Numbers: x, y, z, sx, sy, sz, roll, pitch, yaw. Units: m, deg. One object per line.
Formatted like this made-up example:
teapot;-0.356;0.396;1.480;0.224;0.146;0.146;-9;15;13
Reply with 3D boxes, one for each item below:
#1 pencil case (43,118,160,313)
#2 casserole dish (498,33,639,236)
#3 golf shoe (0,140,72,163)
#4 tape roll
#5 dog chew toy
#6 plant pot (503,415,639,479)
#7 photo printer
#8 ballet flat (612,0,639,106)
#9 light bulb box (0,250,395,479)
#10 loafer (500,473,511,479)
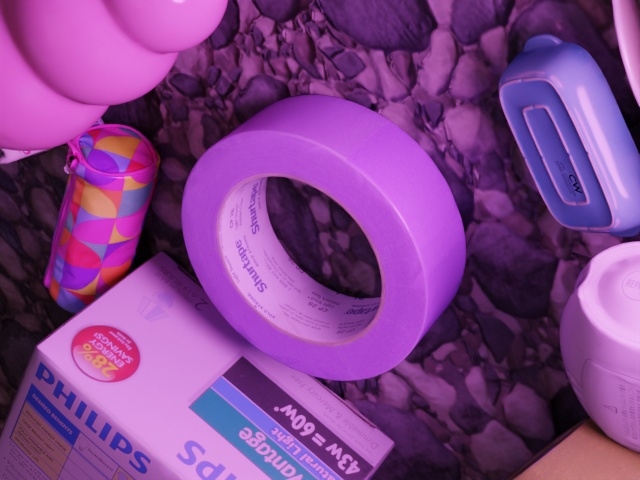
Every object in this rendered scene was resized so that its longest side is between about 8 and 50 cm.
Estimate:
pencil case;-0.248;-0.024;1.313;0.104;0.104;0.236;32;132;14
casserole dish;0.204;-0.077;0.974;0.188;0.037;0.114;62;157;-14
golf shoe;-0.395;-0.169;1.307;0.273;0.120;0.105;24;132;22
tape roll;0.000;0.000;1.163;0.275;0.090;0.274;19;129;25
dog chew toy;-0.224;-0.209;1.115;0.332;0.206;0.206;-16;109;32
plant pot;0.287;0.316;1.078;0.293;0.275;0.275;51;135;12
photo printer;0.340;0.118;0.933;0.308;0.107;0.256;18;157;26
ballet flat;0.279;-0.195;0.801;0.182;0.164;0.482;20;133;36
light bulb box;-0.170;0.274;1.369;0.358;0.225;0.361;39;133;8
loafer;0.241;0.355;1.225;0.251;0.094;0.087;58;144;-3
